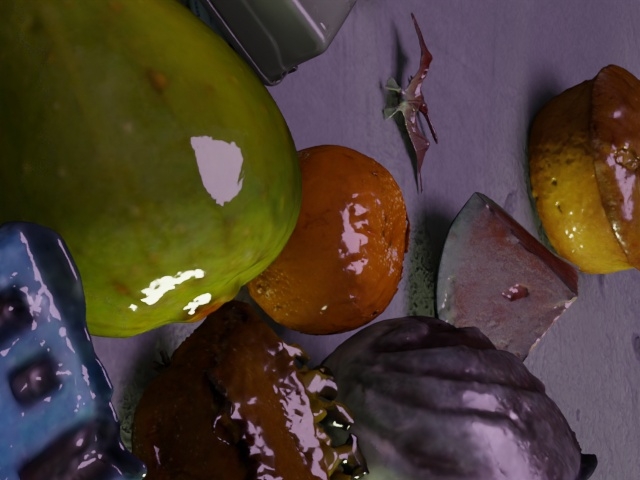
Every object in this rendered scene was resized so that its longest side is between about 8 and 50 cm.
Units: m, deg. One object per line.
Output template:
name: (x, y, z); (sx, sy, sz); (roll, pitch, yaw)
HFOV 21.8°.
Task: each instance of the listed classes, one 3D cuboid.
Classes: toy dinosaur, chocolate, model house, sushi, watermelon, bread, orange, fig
toy dinosaur: (0.113, -0.167, 2.020); (0.108, 0.032, 0.220); (-11, 103, -63)
chocolate: (0.096, 0.181, 1.664); (0.303, 0.303, 0.213); (-49, 120, -52)
model house: (-0.303, 0.145, 1.074); (0.303, 0.215, 0.237); (-38, 117, -50)
sushi: (-0.066, 0.206, 1.500); (0.179, 0.167, 0.296); (11, 54, -65)
watermelon: (0.232, 0.069, 2.047); (0.260, 0.176, 0.256); (-1, 92, -82)
bread: (0.418, -0.094, 2.396); (0.312, 0.172, 0.312); (32, 52, -53)
orange: (0.000, 0.000, 1.664); (0.193, 0.161, 0.193); (-3, 94, -61)
fig: (-0.168, -0.083, 1.326); (0.326, 0.258, 0.258); (58, 34, -6)

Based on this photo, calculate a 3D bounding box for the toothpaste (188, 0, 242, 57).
toothpaste: (-0.106, -0.233, 1.650); (0.075, 0.048, 0.297); (-9, 89, -59)

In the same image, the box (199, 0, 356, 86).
box: (-0.044, -0.252, 1.623); (0.172, 0.093, 0.124); (52, 44, -26)
